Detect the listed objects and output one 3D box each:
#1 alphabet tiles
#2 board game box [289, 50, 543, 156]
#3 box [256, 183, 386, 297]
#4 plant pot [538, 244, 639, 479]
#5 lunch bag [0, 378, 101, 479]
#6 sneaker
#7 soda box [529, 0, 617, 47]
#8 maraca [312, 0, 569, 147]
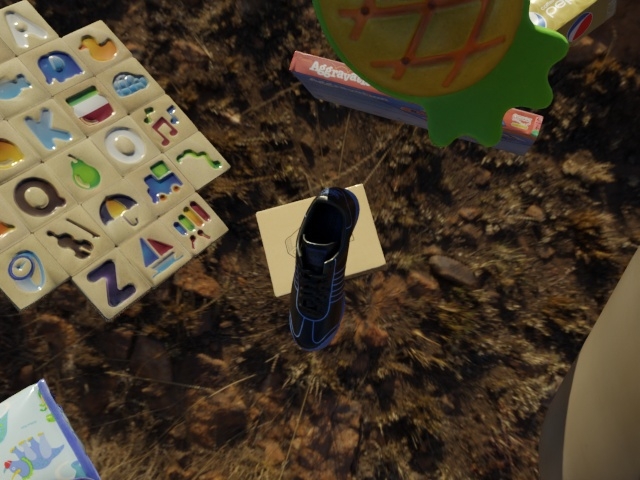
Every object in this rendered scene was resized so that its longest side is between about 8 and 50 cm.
[{"bbox_3d":[-0.266,-0.093,0.744,0.342,0.011,0.285,49,54,0],"label":"alphabet tiles"},{"bbox_3d":[0.113,-0.159,0.846,0.281,0.145,0.027,18,93,10],"label":"board game box"},{"bbox_3d":[0.000,0.000,1.270,0.201,0.021,0.164,-15,69,1],"label":"box"},{"bbox_3d":[0.286,0.107,0.430,0.323,0.280,0.323,9,53,-13],"label":"plant pot"},{"bbox_3d":[-0.210,0.195,0.489,0.129,0.096,0.151,-28,71,-21],"label":"lunch bag"},{"bbox_3d":[-0.005,0.042,0.950,0.081,0.090,0.232,12,99,16],"label":"sneaker"},{"bbox_3d":[0.282,-0.268,0.897,0.181,0.058,0.061,-36,61,-4],"label":"soda box"},{"bbox_3d":[0.075,-0.140,0.451,0.127,0.099,0.185,-36,112,21],"label":"maraca"}]
